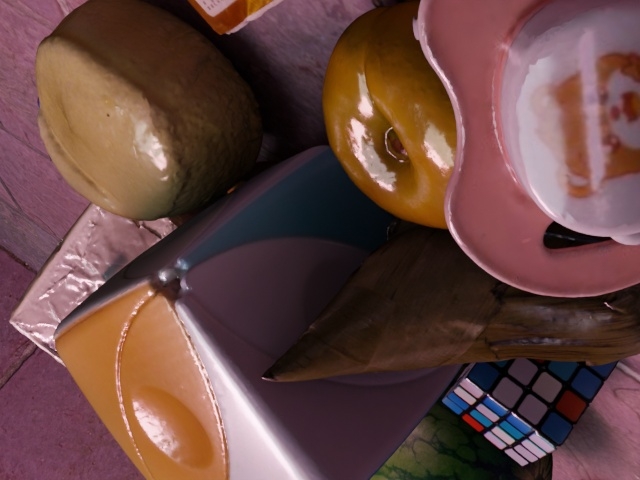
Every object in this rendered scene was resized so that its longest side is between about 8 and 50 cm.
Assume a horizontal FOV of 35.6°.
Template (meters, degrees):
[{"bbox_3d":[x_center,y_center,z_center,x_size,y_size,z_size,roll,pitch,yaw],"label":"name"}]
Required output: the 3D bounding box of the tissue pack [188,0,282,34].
[{"bbox_3d":[-0.125,-0.332,1.029,0.226,0.092,0.183,45,159,-18],"label":"tissue pack"}]

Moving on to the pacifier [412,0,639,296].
[{"bbox_3d":[0.195,-0.115,0.752,0.273,0.220,0.332,17,128,48],"label":"pacifier"}]

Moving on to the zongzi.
[{"bbox_3d":[0.159,0.087,1.045,0.322,0.360,0.160,21,136,37],"label":"zongzi"}]

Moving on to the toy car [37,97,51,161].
[{"bbox_3d":[-0.343,-0.199,1.602,0.235,0.172,0.158,13,133,43],"label":"toy car"}]

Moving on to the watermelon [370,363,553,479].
[{"bbox_3d":[0.188,0.332,1.548,0.363,0.363,0.363,34,159,15],"label":"watermelon"}]

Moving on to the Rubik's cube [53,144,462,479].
[{"bbox_3d":[-0.074,0.127,1.260,0.347,0.351,0.352,-26,100,49],"label":"Rubik's cube"}]

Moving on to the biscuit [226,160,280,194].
[{"bbox_3d":[0.000,0.000,1.499,0.325,0.107,0.326,31,156,16],"label":"biscuit"}]

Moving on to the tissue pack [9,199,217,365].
[{"bbox_3d":[-0.307,0.043,1.662,0.207,0.297,0.380,40,-173,-2],"label":"tissue pack"}]

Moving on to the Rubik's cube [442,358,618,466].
[{"bbox_3d":[0.278,0.191,1.345,0.151,0.154,0.155,37,159,7],"label":"Rubik's cube"}]

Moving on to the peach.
[{"bbox_3d":[0.107,-0.124,1.003,0.251,0.153,0.251,33,144,28],"label":"peach"}]

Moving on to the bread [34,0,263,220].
[{"bbox_3d":[-0.232,-0.180,1.354,0.320,0.237,0.321,27,142,23],"label":"bread"}]
